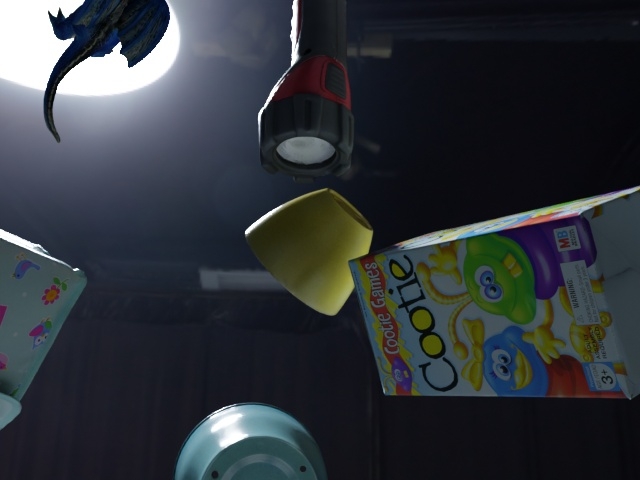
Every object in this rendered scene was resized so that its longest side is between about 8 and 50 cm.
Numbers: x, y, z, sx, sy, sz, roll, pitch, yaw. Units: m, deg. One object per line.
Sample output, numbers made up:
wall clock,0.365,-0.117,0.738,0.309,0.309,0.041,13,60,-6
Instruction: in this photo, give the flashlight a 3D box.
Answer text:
flashlight,-0.014,-0.215,0.859,0.103,0.304,0.103,-1,-28,1

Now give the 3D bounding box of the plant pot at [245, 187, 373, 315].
plant pot,0.000,0.000,0.850,0.095,0.134,0.134,-47,-39,12

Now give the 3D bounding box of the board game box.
board game box,0.176,0.050,0.707,0.144,0.142,0.275,-17,1,-37

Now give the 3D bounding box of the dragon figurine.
dragon figurine,-0.216,-0.239,0.830,0.085,0.289,0.144,36,-8,-36

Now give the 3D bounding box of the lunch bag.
lunch bag,-0.421,0.102,0.853,0.160,0.262,0.223,22,-8,38

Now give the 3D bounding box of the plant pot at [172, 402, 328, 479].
plant pot,-0.105,0.404,1.272,0.271,0.272,0.255,4,-11,-8
